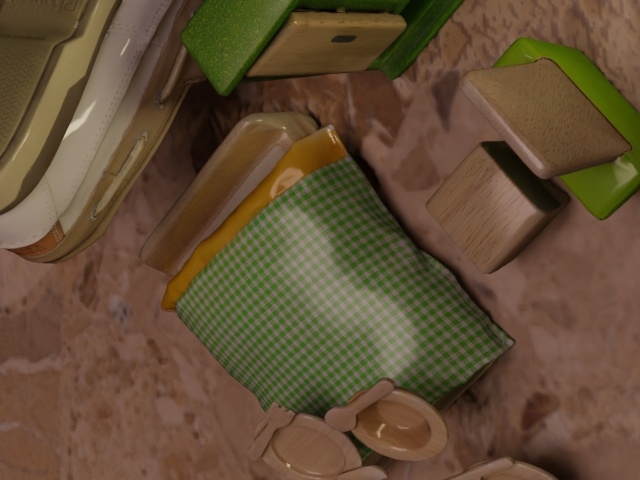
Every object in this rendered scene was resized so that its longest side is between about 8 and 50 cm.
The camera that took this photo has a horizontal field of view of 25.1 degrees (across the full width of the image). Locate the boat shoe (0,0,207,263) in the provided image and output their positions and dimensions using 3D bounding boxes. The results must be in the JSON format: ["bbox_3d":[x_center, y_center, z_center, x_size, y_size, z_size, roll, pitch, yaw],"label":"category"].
[{"bbox_3d":[-0.115,-0.129,0.803,0.113,0.103,0.302,19,71,33],"label":"boat shoe"}]

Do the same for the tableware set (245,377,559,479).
[{"bbox_3d":[0.047,0.132,0.780,0.169,0.020,0.141,38,136,-14],"label":"tableware set"}]

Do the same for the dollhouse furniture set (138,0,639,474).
[{"bbox_3d":[0.000,0.000,0.755,0.197,0.151,0.301,51,122,17],"label":"dollhouse furniture set"}]
